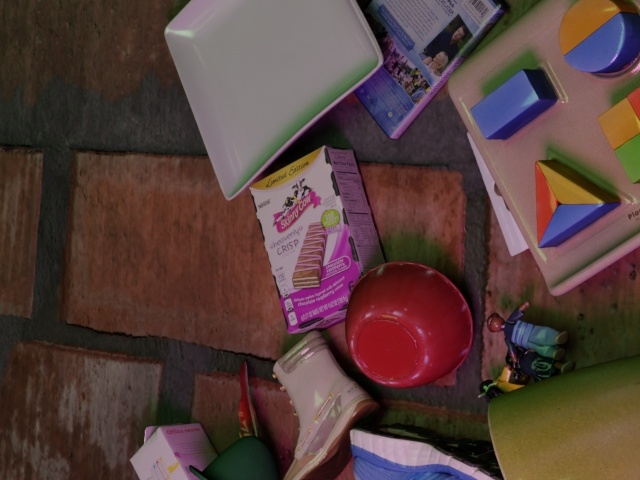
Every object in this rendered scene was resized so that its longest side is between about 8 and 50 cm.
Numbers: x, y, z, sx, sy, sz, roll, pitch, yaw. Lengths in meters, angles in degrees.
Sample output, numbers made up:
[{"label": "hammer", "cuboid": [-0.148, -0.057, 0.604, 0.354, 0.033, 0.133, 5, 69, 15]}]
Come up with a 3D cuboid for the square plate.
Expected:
[{"label": "square plate", "cuboid": [-0.071, -0.288, 2.090, 0.347, 0.049, 0.344, -40, 58, 31]}]

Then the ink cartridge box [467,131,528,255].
[{"label": "ink cartridge box", "cuboid": [0.317, -0.109, 1.793, 0.232, 0.066, 0.189, -33, 68, 42]}]

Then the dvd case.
[{"label": "dvd case", "cuboid": [0.130, -0.292, 1.967, 0.253, 0.022, 0.180, -50, 59, 26]}]

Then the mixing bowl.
[{"label": "mixing bowl", "cuboid": [0.104, 0.129, 1.874, 0.181, 0.098, 0.181, 8, 113, 20]}]

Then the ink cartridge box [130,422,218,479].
[{"label": "ink cartridge box", "cuboid": [-0.217, 0.353, 2.169, 0.090, 0.092, 0.143, -48, 59, 27]}]

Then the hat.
[{"label": "hat", "cuboid": [-0.078, 0.308, 2.057, 0.208, 0.173, 0.183, 38, 81, -2]}]

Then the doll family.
[{"label": "doll family", "cuboid": [0.257, 0.173, 1.813, 0.111, 0.076, 0.193, 21, 96, 42]}]

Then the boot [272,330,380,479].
[{"label": "boot", "cuboid": [-0.019, 0.254, 2.026, 0.165, 0.077, 0.213, 51, 121, 32]}]

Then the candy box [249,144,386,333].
[{"label": "candy box", "cuboid": [0.000, 0.000, 2.024, 0.159, 0.071, 0.233, -27, 71, 35]}]

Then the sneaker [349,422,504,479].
[{"label": "sneaker", "cuboid": [0.173, 0.337, 1.845, 0.330, 0.129, 0.147, 7, 95, 47]}]

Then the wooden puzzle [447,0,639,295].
[{"label": "wooden puzzle", "cuboid": [0.318, -0.151, 1.702, 0.322, 0.080, 0.348, -38, 65, 36]}]

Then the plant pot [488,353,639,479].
[{"label": "plant pot", "cuboid": [0.387, 0.238, 1.603, 0.293, 0.275, 0.275, -30, 69, 18]}]
